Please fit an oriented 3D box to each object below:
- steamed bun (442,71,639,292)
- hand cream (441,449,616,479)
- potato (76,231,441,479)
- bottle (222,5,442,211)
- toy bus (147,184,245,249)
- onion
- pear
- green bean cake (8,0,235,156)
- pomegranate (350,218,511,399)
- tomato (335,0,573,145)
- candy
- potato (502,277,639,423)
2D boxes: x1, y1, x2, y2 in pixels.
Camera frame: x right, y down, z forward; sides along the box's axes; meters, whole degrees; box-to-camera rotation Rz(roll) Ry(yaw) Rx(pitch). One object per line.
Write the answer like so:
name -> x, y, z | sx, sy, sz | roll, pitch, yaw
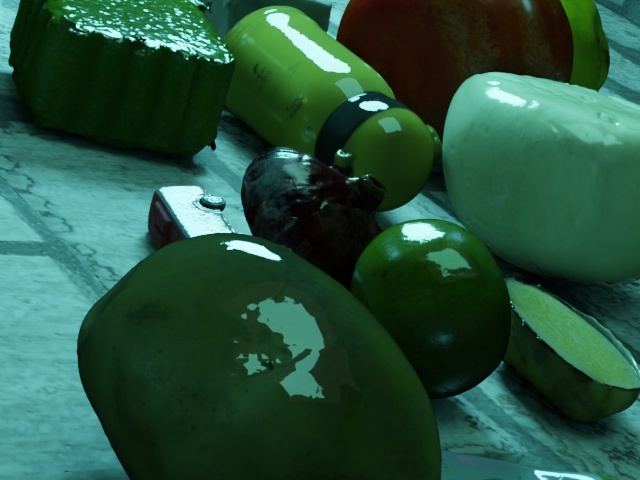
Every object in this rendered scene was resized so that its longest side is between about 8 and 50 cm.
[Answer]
steamed bun -> 0.300, -0.071, 2.010 | 0.312, 0.233, 0.334 | 5, 17, -31
hand cream -> 0.152, 0.217, 1.424 | 0.275, 0.050, 0.079 | 13, -6, -9
potato -> -0.047, 0.123, 1.192 | 0.326, 0.221, 0.243 | 45, -12, 47
bottle -> 0.014, -0.159, 2.050 | 0.171, 0.171, 0.351 | 3, 28, -39
toy bus -> -0.124, 0.004, 1.657 | 0.077, 0.065, 0.192 | 2, 27, -26
onion -> 0.000, 0.000, 1.616 | 0.206, 0.151, 0.098 | 48, 30, -26
pear -> 0.277, -0.303, 2.534 | 0.375, 0.287, 0.287 | 5, 20, 5
green bean cake -> -0.251, -0.223, 1.969 | 0.247, 0.156, 0.250 | 9, 23, -24
pomegranate -> 0.087, 0.065, 1.542 | 0.210, 0.179, 0.179 | 4, 26, -32
tomato -> 0.187, -0.267, 2.258 | 0.325, 0.290, 0.293 | -14, 0, 36
candy -> -0.086, -0.288, 2.243 | 0.185, 0.195, 0.137 | 2, 25, -32
potato -> 0.247, 0.126, 1.683 | 0.164, 0.081, 0.200 | 15, 23, -37
